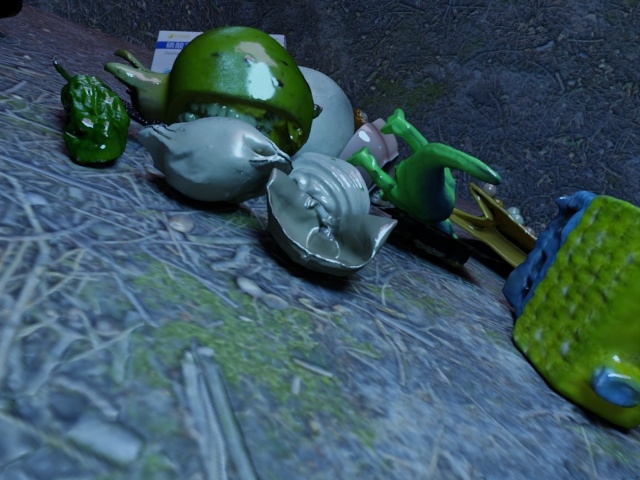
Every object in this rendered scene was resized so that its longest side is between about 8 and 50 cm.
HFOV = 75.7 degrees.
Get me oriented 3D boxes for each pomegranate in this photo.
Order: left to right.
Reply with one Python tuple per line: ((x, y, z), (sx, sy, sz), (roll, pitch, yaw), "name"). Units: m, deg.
((-0.169, -0.231, 0.689), (0.340, 0.261, 0.260), (13, 21, -19), "pomegranate")

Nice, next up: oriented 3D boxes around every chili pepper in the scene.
((-0.325, -0.179, 0.585), (0.100, 0.074, 0.257), (10, 24, -39), "chili pepper")

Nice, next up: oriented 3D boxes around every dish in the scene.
((0.117, -0.179, 0.985), (0.090, 0.213, 0.213), (37, 20, 13), "dish")

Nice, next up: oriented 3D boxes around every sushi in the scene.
((0.209, 0.006, 0.803), (0.215, 0.051, 0.192), (27, 2, -4), "sushi")

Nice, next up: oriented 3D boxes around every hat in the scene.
((0.000, 0.000, 0.553), (0.166, 0.144, 0.173), (26, -26, 10), "hat")

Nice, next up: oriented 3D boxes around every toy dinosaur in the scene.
((0.224, -0.046, 0.756), (0.374, 0.144, 0.500), (45, 7, -26), "toy dinosaur")

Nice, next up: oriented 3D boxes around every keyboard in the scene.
((-0.411, -0.281, 0.859), (0.204, 0.013, 0.061), (31, 19, 18), "keyboard")

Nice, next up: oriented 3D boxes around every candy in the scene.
((-0.022, -0.289, 0.988), (0.185, 0.296, 0.295), (-14, 1, 25), "candy")

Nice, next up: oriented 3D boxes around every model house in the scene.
((0.393, 0.081, 0.541), (0.215, 0.237, 0.303), (27, 19, 14), "model house")

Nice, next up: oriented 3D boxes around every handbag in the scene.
((0.507, 0.000, 1.063), (0.401, 0.133, 0.283), (14, 31, -53), "handbag")

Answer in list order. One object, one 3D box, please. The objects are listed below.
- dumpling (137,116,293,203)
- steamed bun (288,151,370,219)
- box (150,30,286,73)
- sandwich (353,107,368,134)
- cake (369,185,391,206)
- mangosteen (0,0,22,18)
((-0.138, -0.102, 0.554), (0.199, 0.119, 0.136), (14, -21, -7), "dumpling")
((0.009, -0.098, 0.750), (0.182, 0.106, 0.183), (22, 16, -7), "steamed bun")
((-0.266, -0.458, 1.094), (0.343, 0.200, 0.065), (2, -22, -1), "box")
((0.128, -0.352, 1.501), (0.109, 0.212, 0.292), (-10, 50, -37), "sandwich")
((0.170, -0.117, 1.106), (0.121, 0.052, 0.065), (12, 16, -37), "cake")
((-0.814, -0.605, 0.922), (0.274, 0.275, 0.302), (19, -14, -18), "mangosteen")
